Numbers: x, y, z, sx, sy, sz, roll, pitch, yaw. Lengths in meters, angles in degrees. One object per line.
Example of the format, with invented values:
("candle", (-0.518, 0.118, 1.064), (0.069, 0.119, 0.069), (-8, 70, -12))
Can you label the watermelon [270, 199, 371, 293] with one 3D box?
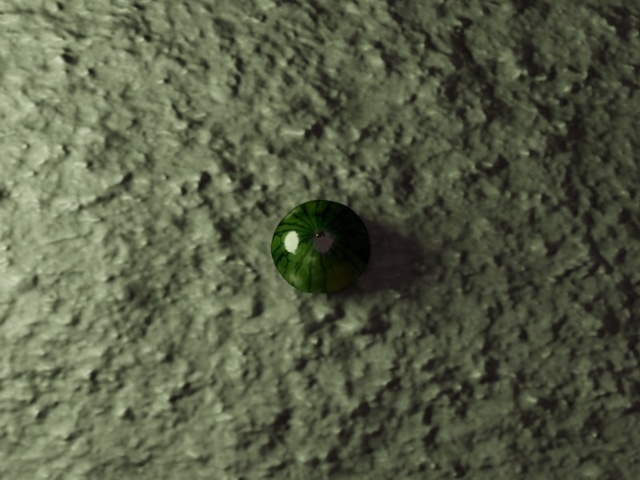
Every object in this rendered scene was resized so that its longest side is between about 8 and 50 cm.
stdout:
("watermelon", (0.000, 0.000, 1.960), (0.105, 0.062, 0.105), (0, 64, 1))
